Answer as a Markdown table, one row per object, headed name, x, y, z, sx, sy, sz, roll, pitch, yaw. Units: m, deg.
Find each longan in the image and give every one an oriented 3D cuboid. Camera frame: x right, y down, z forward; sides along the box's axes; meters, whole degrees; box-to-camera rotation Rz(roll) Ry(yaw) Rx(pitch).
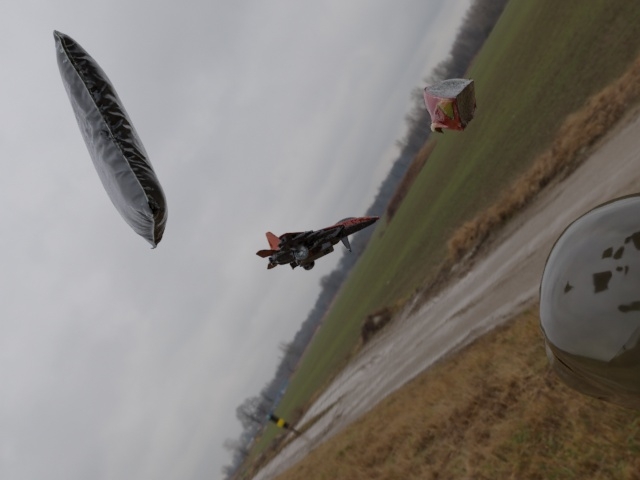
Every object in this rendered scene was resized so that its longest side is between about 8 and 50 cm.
| name | x | y | z | sx | sy | sz | roll | pitch | yaw |
| --- | --- | --- | --- | --- | --- | --- | --- | --- | --- |
| longan | 0.523 | 0.099 | 0.900 | 0.404 | 0.405 | 0.336 | 116 | 143 | -45 |

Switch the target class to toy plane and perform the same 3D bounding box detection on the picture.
| name | x | y | z | sx | sy | sz | roll | pitch | yaw |
| --- | --- | --- | --- | --- | --- | --- | --- | --- | --- |
| toy plane | 0.001 | 0.003 | 0.869 | 0.130 | 0.189 | 0.061 | 68 | -169 | -67 |

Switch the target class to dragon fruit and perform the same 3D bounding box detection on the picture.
| name | x | y | z | sx | sy | sz | roll | pitch | yaw |
| --- | --- | --- | --- | --- | --- | --- | --- | --- | --- |
| dragon fruit | 0.165 | -0.175 | 0.749 | 0.083 | 0.060 | 0.056 | -51 | -41 | -42 |

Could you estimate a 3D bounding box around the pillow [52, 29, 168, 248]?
| name | x | y | z | sx | sy | sz | roll | pitch | yaw |
| --- | --- | --- | --- | --- | --- | --- | --- | --- | --- |
| pillow | -0.214 | -0.097 | 0.598 | 0.055 | 0.208 | 0.141 | -26 | -8 | -16 |
